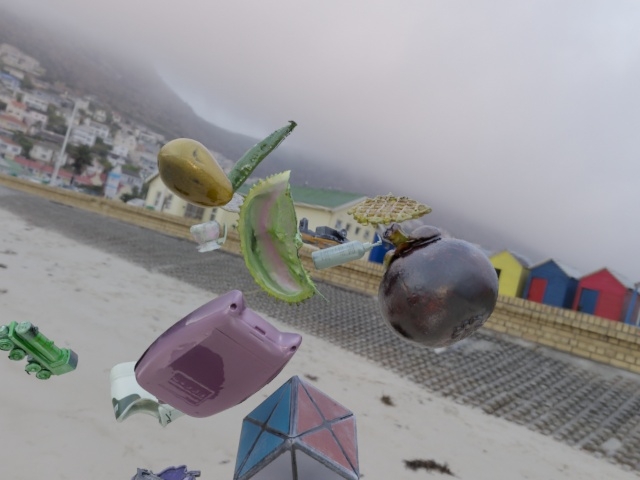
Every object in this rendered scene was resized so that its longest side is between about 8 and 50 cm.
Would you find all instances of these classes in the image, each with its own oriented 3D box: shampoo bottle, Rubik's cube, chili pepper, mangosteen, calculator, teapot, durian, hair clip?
[{"bbox_3d":[0.075,0.033,1.551,0.195,0.056,0.056,-15,-4,3],"label":"shampoo bottle"},{"bbox_3d":[-0.067,0.584,1.586,0.255,0.260,0.259,38,20,-17],"label":"Rubik's cube"},{"bbox_3d":[-0.212,-0.266,1.831,0.076,0.359,0.085,35,-16,19],"label":"chili pepper"},{"bbox_3d":[0.277,0.120,1.397,0.297,0.297,0.293,17,11,-44],"label":"mangosteen"},{"bbox_3d":[-0.184,0.210,0.952,0.194,0.294,0.043,40,26,-25],"label":"calculator"},{"bbox_3d":[-0.238,-0.010,1.232,0.083,0.064,0.064,-17,6,-32],"label":"teapot"},{"bbox_3d":[-0.109,0.008,1.441,0.157,0.355,0.169,-25,18,-31],"label":"durian"},{"bbox_3d":[-0.340,0.516,1.211,0.195,0.052,0.124,-12,18,37],"label":"hair clip"}]

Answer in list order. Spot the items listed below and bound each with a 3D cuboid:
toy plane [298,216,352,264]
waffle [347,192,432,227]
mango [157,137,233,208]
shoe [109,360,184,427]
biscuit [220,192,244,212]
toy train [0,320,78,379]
[{"bbox_3d":[0.002,-0.012,1.908,0.204,0.103,0.316,-6,-25,42],"label":"toy plane"},{"bbox_3d":[0.214,-0.096,1.802,0.238,0.058,0.243,-11,19,-23],"label":"waffle"},{"bbox_3d":[-0.285,-0.148,1.292,0.195,0.137,0.098,35,31,4],"label":"mango"},{"bbox_3d":[-0.372,0.409,1.508,0.363,0.160,0.132,3,-39,-20],"label":"shoe"},{"bbox_3d":[-0.350,-0.151,2.189,0.152,0.020,0.152,17,29,-10],"label":"biscuit"},{"bbox_3d":[-0.824,0.317,1.647,0.119,0.085,0.251,-18,-44,3],"label":"toy train"}]
